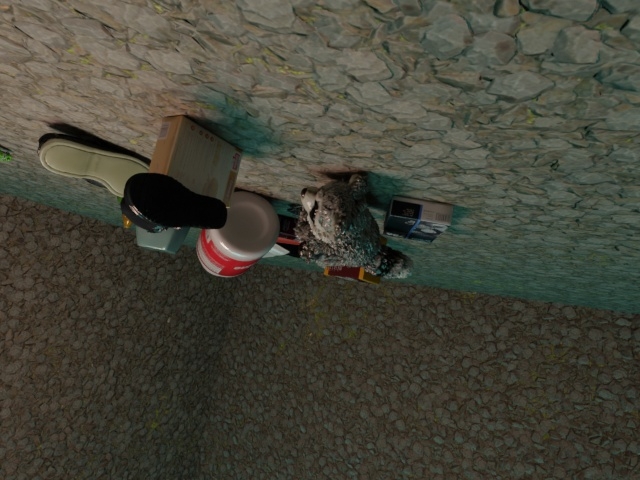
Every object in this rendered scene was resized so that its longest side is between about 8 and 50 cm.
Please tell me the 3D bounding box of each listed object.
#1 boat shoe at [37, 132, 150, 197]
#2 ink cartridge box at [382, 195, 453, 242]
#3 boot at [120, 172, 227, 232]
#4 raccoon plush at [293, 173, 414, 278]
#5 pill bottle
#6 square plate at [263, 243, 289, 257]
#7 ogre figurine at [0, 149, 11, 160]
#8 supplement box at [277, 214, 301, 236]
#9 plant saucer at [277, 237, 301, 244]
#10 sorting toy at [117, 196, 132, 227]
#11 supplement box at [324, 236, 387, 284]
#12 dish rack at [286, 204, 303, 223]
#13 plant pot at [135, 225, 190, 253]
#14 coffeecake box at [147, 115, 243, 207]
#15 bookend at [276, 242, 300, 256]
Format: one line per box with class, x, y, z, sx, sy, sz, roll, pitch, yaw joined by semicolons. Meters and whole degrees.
boat shoe;-0.612;-0.211;1.213;0.113;0.127;0.340;40;-163;33
ink cartridge box;0.276;-0.051;1.292;0.165;0.065;0.332;9;172;6
boot;-0.344;-0.068;0.883;0.207;0.094;0.246;1;173;29
raccoon plush;0.138;-0.035;1.158;0.446;0.216;0.299;11;166;-22
pill bottle;-0.312;0.001;1.541;0.229;0.229;0.408;14;158;-20
square plate;-0.380;0.010;2.262;0.347;0.049;0.344;29;162;-25
ogre figurine;-1.124;-0.286;1.391;0.197;0.097;0.118;28;175;-27
supplement box;-0.179;-0.059;1.744;0.239;0.073;0.130;13;171;-8
plant saucer;-0.161;-0.029;1.995;0.259;0.047;0.258;8;171;24
sorting toy;-0.873;-0.128;1.976;0.127;0.126;0.365;14;171;-21
supplement box;0.143;0.068;1.767;0.194;0.191;0.129;4;169;40
dish rack;0.014;-0.070;1.443;0.208;0.074;0.271;17;169;-30
plant pot;-0.561;-0.079;1.561;0.165;0.234;0.166;11;172;2
coffeecake box;-0.270;-0.166;0.956;0.068;0.142;0.185;6;169;34
bookend;-0.175;0.048;2.406;0.156;0.072;0.157;5;170;37
